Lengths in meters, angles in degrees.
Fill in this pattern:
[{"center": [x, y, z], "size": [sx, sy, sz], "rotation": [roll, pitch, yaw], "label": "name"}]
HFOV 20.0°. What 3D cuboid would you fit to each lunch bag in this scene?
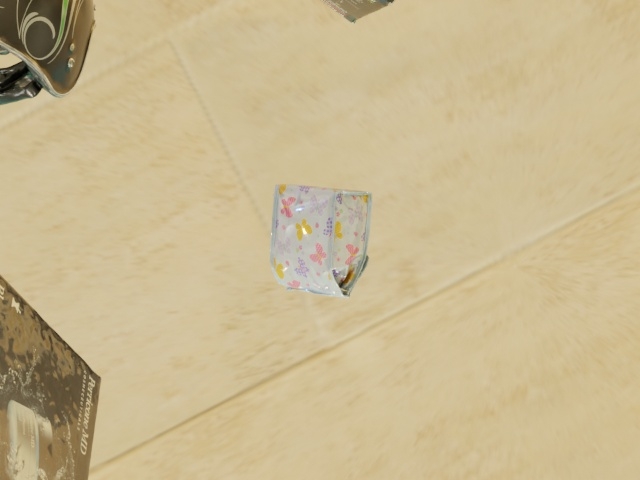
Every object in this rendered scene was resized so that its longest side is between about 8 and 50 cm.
[{"center": [0.000, 0.000, 1.401], "size": [0.071, 0.053, 0.083], "rotation": [6, 92, 44], "label": "lunch bag"}]

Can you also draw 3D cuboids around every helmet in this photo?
[{"center": [-0.283, -0.206, 1.624], "size": [0.169, 0.169, 0.162], "rotation": [7, 58, 6], "label": "helmet"}]

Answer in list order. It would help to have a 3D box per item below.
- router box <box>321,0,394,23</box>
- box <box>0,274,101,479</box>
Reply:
[{"center": [-0.004, -0.196, 1.187], "size": [0.122, 0.092, 0.038], "rotation": [35, 80, -13], "label": "router box"}, {"center": [-0.215, 0.113, 1.085], "size": [0.093, 0.158, 0.156], "rotation": [-15, 48, 20], "label": "box"}]
